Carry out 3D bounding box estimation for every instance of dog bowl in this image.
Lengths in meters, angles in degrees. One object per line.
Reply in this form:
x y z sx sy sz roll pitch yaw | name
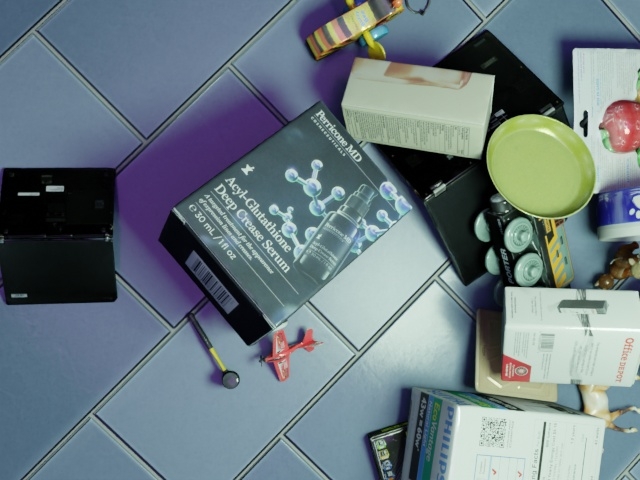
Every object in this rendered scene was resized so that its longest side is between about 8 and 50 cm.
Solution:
0.749 -0.058 1.749 0.265 0.265 0.104 -2 86 -8 | dog bowl

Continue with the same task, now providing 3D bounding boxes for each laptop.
0.359 -0.190 1.818 0.382 0.236 0.408 -35 67 -7 | laptop
-0.555 -0.011 1.692 0.234 0.136 0.264 -1 65 -9 | laptop

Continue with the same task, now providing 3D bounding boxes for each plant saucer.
0.456 -0.150 1.655 0.241 0.037 0.240 4 70 -10 | plant saucer

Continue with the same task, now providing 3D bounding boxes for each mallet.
-0.234 0.241 1.716 0.039 0.062 0.189 -32 95 -8 | mallet

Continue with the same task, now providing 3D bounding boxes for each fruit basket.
0.732 -0.269 1.799 0.353 0.165 0.326 -2 91 -6 | fruit basket

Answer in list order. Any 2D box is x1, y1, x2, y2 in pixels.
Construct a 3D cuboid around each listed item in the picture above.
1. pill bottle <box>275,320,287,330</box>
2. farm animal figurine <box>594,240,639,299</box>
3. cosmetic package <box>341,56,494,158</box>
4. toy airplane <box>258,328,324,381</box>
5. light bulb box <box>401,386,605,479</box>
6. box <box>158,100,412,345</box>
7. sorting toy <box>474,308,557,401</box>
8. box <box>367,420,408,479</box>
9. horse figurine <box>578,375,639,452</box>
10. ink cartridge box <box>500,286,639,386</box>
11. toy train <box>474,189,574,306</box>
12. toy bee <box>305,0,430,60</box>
-0.137 0.106 1.708 0.103 0.103 0.184 -11 92 -8 | pill bottle
0.726 0.170 1.726 0.172 0.327 0.330 -28 85 -11 | farm animal figurine
0.207 -0.279 1.668 0.296 0.153 0.129 12 69 12 | cosmetic package
-0.066 0.239 1.735 0.151 0.028 0.151 -14 127 -19 | toy airplane
0.375 0.518 1.691 0.361 0.225 0.357 10 86 -18 | light bulb box
-0.072 -0.033 1.592 0.395 0.212 0.293 -41 89 -26 | box
0.445 0.263 1.805 0.208 0.038 0.192 10 69 -12 | sorting toy
0.219 0.503 1.794 0.184 0.045 0.190 -15 94 -6 | box
0.665 0.363 1.846 0.175 0.066 0.263 -4 92 -13 | horse figurine
0.520 0.203 1.658 0.273 0.197 0.114 2 46 11 | ink cartridge box
0.467 0.024 1.748 0.190 0.142 0.333 -30 115 -19 | toy train
0.107 -0.498 1.705 0.195 0.162 0.298 41 85 -5 | toy bee
